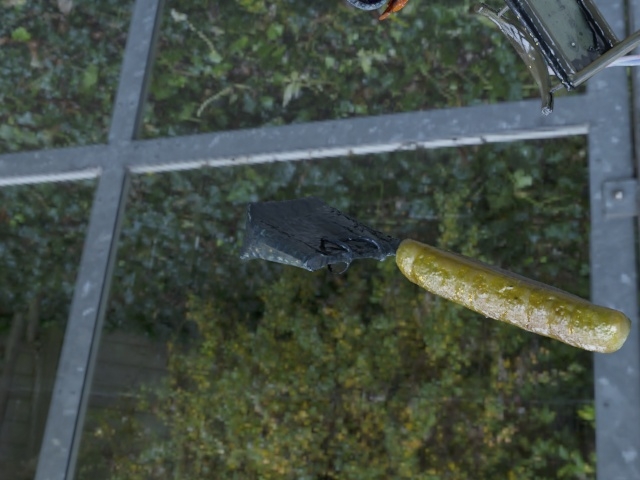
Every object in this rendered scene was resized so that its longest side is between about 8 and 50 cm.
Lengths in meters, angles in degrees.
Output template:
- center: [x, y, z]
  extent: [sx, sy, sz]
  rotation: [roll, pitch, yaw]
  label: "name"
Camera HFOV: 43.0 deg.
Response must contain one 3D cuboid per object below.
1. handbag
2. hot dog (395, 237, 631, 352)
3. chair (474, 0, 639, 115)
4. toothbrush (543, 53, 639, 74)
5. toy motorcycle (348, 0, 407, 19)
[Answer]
- center: [0.000, 0.000, 1.211]
  extent: [0.175, 0.088, 0.270]
  rotation: [20, -164, 31]
  label: "handbag"
- center: [0.213, 0.062, 0.940]
  extent: [0.286, 0.061, 0.088]
  rotation: [20, 175, 35]
  label: "hot dog"
- center: [0.319, -0.289, 1.049]
  extent: [0.166, 0.188, 0.272]
  rotation: [-34, 179, -40]
  label: "chair"
- center: [0.451, -0.270, 1.239]
  extent: [0.269, 0.027, 0.021]
  rotation: [-4, 174, -10]
  label: "toothbrush"
- center: [0.054, -0.465, 1.071]
  extent: [0.148, 0.221, 0.325]
  rotation: [-7, 114, 61]
  label: "toy motorcycle"
